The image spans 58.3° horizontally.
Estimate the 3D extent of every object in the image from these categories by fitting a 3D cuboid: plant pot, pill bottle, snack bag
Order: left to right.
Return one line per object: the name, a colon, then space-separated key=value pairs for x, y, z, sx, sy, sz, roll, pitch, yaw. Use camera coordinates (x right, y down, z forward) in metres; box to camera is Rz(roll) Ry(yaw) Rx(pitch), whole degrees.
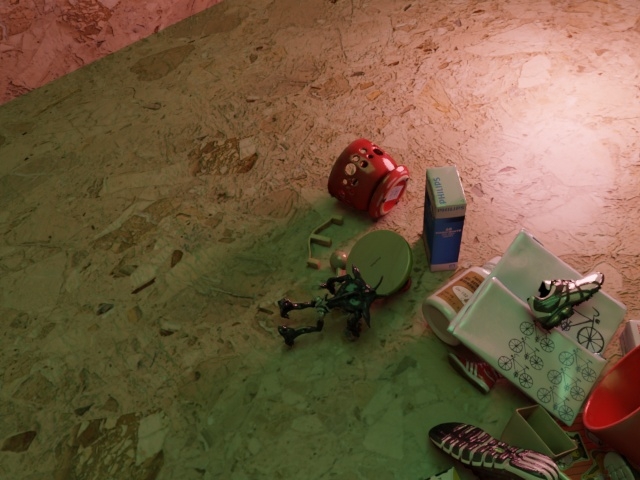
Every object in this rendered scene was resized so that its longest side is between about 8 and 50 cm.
plant pot: x=0.141 y=-0.166 z=1.627 sx=0.174 sy=0.191 sz=0.191 roll=38 pitch=63 yaw=21
pill bottle: x=0.370 y=0.139 z=1.381 sx=0.229 sy=0.131 sz=0.131 roll=-32 pitch=54 yaw=-18
plant pot: x=0.428 y=0.411 z=1.161 sx=0.109 sy=0.096 sz=0.109 roll=7 pitch=35 yaw=-44
snack bag: x=0.503 y=0.180 z=1.290 sx=0.323 sy=0.037 sz=0.342 roll=39 pitch=68 yaw=9
plant pot: x=0.692 y=0.345 z=1.091 sx=0.243 sy=0.275 sz=0.275 roll=42 pitch=65 yaw=11

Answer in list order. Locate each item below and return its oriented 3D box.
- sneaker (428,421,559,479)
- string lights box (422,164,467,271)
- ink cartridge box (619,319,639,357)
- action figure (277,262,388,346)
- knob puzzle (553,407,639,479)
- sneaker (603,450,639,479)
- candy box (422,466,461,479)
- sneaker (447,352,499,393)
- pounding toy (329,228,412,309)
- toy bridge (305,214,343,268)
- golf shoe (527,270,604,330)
sneaker: x=0.330 y=0.477 z=1.136 sx=0.106 sy=0.162 sz=0.281 roll=-10 pitch=10 yaw=-36
string lights box: x=0.309 y=-0.050 z=1.459 sx=0.077 sy=0.259 sz=0.133 roll=-6 pitch=51 yaw=2
ink cartridge box: x=0.779 y=0.253 z=1.278 sx=0.175 sy=0.072 sz=0.127 roll=2 pitch=52 yaw=8
action figure: x=0.036 y=0.158 z=1.383 sx=0.276 sy=0.141 sz=0.164 roll=-18 pitch=70 yaw=13
knob puzzle: x=0.551 y=0.432 z=1.187 sx=0.213 sy=0.030 sz=0.213 roll=-3 pitch=51 yaw=4
sneaker: x=0.616 y=0.479 z=1.118 sx=0.065 sy=0.061 sz=0.158 roll=-19 pitch=73 yaw=-33
candy box: x=0.190 y=0.561 z=1.098 sx=0.233 sy=0.071 sz=0.159 roll=-20 pitch=51 yaw=-10
sneaker: x=0.354 y=0.289 z=1.318 sx=0.067 sy=0.042 sz=0.118 roll=-39 pitch=64 yaw=-18
pounding toy: x=0.148 y=0.083 z=1.491 sx=0.237 sy=0.110 sz=0.183 roll=-22 pitch=58 yaw=27
toy bridge: x=0.000 y=0.000 z=1.606 sx=0.063 sy=0.026 sz=0.188 roll=15 pitch=54 yaw=21
golf shoe: x=0.542 y=0.109 z=1.268 sx=0.198 sy=0.077 sz=0.094 roll=-33 pitch=73 yaw=-22
